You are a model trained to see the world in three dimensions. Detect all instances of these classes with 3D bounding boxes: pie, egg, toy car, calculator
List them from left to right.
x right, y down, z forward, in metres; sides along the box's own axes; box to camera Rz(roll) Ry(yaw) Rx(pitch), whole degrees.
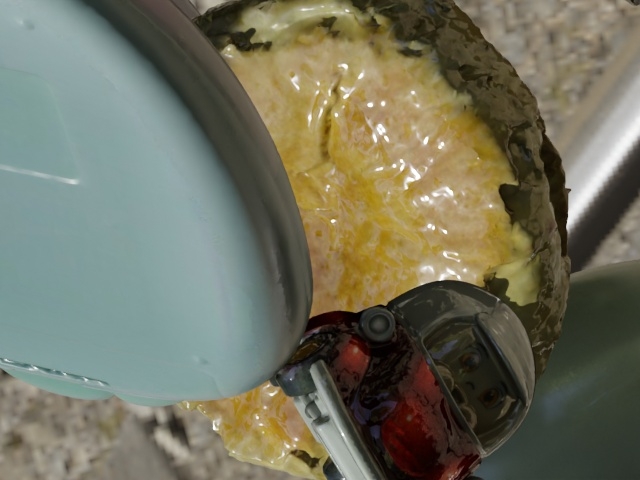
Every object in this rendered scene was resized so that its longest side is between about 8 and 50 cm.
[{"bbox_3d":[-0.095,-0.013,0.594,0.185,0.041,0.299,12,152,12],"label":"calculator"},{"bbox_3d":[0.000,0.000,1.204,0.339,0.083,0.339,9,112,23],"label":"pie"},{"bbox_3d":[0.043,0.066,0.902,0.112,0.112,0.139,59,174,-14],"label":"toy car"},{"bbox_3d":[0.199,0.146,1.541,0.230,0.371,0.230,59,176,6],"label":"egg"}]

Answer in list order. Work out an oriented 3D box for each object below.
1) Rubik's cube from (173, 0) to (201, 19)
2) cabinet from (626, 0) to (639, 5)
[{"bbox_3d":[-0.209,-0.081,1.738,0.260,0.259,0.255,-46,76,23],"label":"Rubik's cube"},{"bbox_3d":[0.220,-0.339,1.367,0.290,0.227,0.318,39,93,19],"label":"cabinet"}]
